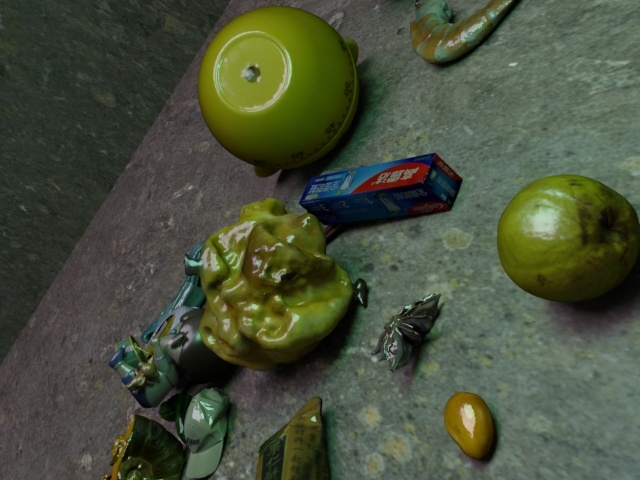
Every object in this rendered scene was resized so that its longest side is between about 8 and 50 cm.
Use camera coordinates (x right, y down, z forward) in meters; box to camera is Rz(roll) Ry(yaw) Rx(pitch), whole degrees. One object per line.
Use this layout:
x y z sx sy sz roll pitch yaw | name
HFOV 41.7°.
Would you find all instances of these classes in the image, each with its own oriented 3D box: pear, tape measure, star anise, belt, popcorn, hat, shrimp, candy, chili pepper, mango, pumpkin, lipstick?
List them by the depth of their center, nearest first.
0.281 -0.002 0.963 0.162 0.149 0.148 -4 56 59 | pear
0.179 0.221 1.002 0.060 0.046 0.089 -44 41 30 | mango
0.116 0.139 1.187 0.124 0.056 0.129 -38 15 38 | star anise
-0.042 0.342 1.190 0.143 0.101 0.271 -41 23 17 | candy
-0.097 0.066 1.435 0.316 0.281 0.297 143 134 -59 | popcorn
-0.218 0.347 1.528 0.122 0.081 0.166 -6 65 62 | hat
-0.368 0.490 1.545 0.190 0.139 0.280 -36 30 36 | pumpkin
0.261 -0.416 1.579 0.287 0.068 0.185 -12 51 54 | shrimp
0.000 0.000 1.598 0.176 0.027 0.027 -41 29 31 | lipstick
-0.270 0.336 1.635 0.073 0.050 0.182 -53 15 -10 | chili pepper
-0.303 0.235 1.781 0.196 0.105 0.178 -55 18 0 | tape measure
-0.316 0.137 1.924 0.302 0.087 0.072 -59 29 -6 | belt

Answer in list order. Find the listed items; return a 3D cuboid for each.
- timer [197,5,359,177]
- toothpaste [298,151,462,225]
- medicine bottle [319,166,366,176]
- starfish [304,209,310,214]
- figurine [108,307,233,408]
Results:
-0.078 -0.313 1.801 0.376 0.376 0.387 -53 -18 7 | timer
0.093 -0.082 1.435 0.321 0.076 0.066 -6 52 50 | toothpaste
0.064 -0.108 1.577 0.199 0.058 0.057 4 64 61 | medicine bottle
-0.030 -0.022 1.664 0.130 0.041 0.133 -64 -1 -23 | starfish
-0.261 0.210 1.623 0.276 0.161 0.158 -24 53 -9 | figurine
